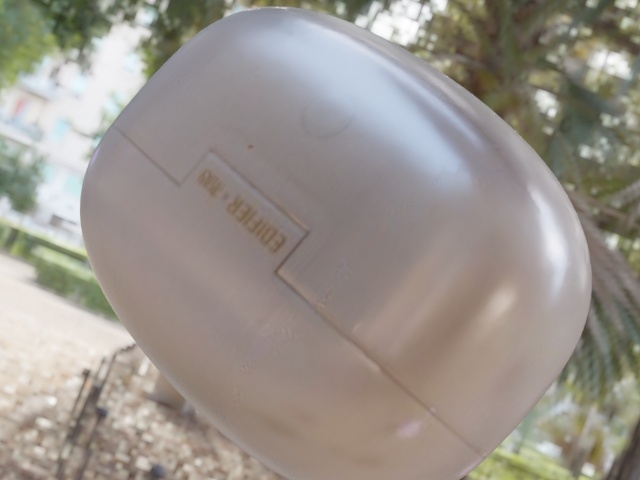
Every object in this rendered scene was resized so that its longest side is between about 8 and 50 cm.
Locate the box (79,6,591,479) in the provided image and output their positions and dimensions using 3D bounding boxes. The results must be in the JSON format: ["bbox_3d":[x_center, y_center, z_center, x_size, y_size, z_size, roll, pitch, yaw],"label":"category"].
[{"bbox_3d":[0.000,0.000,0.512,0.200,0.146,0.088,40,-1,38],"label":"box"}]
